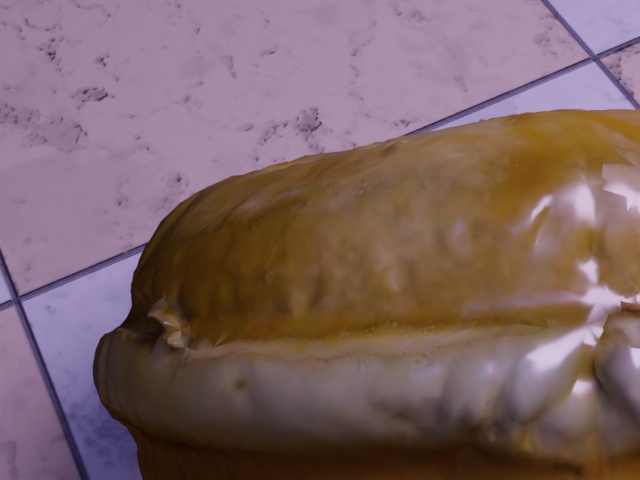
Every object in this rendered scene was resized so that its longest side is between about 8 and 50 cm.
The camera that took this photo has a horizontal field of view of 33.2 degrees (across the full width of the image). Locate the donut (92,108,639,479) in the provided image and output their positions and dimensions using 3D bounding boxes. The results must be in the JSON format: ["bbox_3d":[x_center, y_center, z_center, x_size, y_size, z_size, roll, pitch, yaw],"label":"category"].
[{"bbox_3d":[0.102,0.050,0.532,0.449,0.449,0.198,-6,89,-1],"label":"donut"}]
